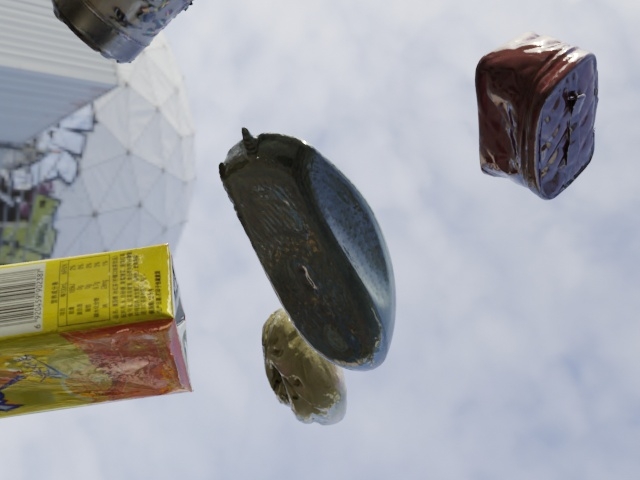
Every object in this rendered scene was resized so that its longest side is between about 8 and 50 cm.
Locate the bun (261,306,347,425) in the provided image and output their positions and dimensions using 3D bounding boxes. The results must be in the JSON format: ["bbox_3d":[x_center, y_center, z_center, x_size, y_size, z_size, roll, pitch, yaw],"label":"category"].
[{"bbox_3d":[-0.036,0.209,1.592,0.237,0.116,0.210,-176,-110,-75],"label":"bun"}]

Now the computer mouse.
[{"bbox_3d":[0.000,0.000,1.252,0.188,0.122,0.371,-2,-58,48],"label":"computer mouse"}]

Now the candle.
[{"bbox_3d":[-0.288,-0.456,1.591,0.330,0.187,0.187,-42,-116,14],"label":"candle"}]

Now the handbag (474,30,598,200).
[{"bbox_3d":[0.308,-0.174,1.342,0.135,0.146,0.225,32,-35,38],"label":"handbag"}]

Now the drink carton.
[{"bbox_3d":[-0.327,0.112,1.043,0.155,0.351,0.111,87,-7,-48],"label":"drink carton"}]
